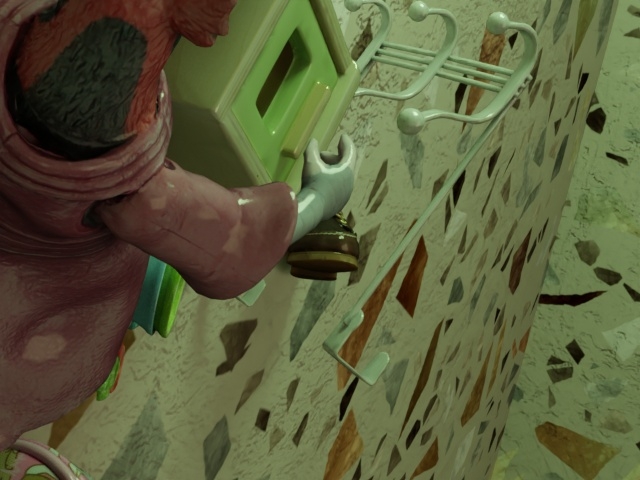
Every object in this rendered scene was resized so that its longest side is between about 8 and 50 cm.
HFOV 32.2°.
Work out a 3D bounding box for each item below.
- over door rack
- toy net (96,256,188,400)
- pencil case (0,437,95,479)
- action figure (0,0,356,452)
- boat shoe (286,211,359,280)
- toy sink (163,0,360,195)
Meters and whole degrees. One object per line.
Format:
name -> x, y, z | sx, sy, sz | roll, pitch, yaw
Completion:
over door rack -> 0.024, -0.067, 0.976 | 0.108, 0.239, 0.324 | 27, 91, -35
toy net -> -0.127, 0.052, 0.850 | 0.232, 0.045, 0.122 | -118, -138, -86
pencil case -> -0.187, 0.276, 0.859 | 0.160, 0.167, 0.386 | -42, 153, -11
action figure -> -0.145, -0.046, 0.523 | 0.275, 0.248, 0.370 | -40, -179, -25
boat shoe -> 0.000, 0.000, 1.158 | 0.207, 0.073, 0.073 | 153, -54, -80
toy sink -> -0.061, -0.116, 0.870 | 0.153, 0.131, 0.234 | -63, 158, -18
